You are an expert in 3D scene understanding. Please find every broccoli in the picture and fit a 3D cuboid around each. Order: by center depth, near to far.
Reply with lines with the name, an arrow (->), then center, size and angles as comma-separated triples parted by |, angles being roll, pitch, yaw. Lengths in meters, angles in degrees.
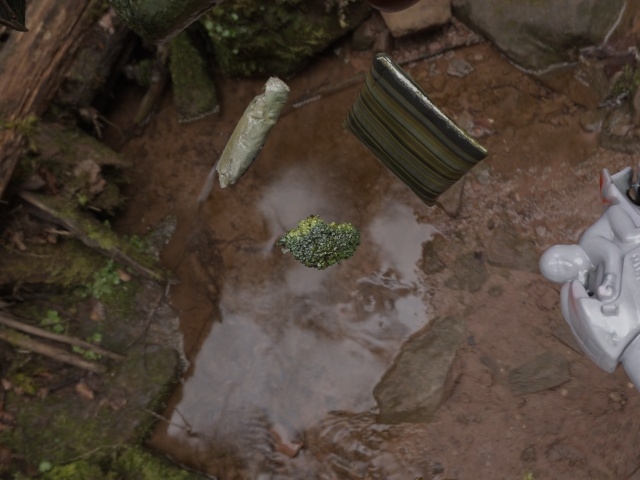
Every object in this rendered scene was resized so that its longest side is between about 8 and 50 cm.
broccoli -> 0.000, 0.000, 0.854 | 0.097, 0.095, 0.092 | -46, 26, -3

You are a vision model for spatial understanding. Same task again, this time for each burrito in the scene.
burrito -> -0.101, -0.151, 0.880 | 0.188, 0.045, 0.058 | -57, 25, 28

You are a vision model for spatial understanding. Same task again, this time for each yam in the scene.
yam -> -0.330, -0.588, 1.403 | 0.300, 0.195, 0.195 | -17, 69, 35

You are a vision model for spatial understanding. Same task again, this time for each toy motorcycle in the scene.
toy motorcycle -> 0.303, 0.027, 0.601 | 0.171, 0.110, 0.260 | 4, 61, 21

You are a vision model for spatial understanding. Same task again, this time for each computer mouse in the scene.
computer mouse -> -0.471, -0.374, 0.882 | 0.071, 0.231, 0.126 | -1, 100, -13

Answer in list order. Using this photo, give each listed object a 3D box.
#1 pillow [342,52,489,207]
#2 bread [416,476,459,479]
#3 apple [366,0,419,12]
pillow -> 0.134, -0.158, 0.940 | 0.208, 0.212, 0.052 | 43, 68, 4
bread -> 0.127, 0.309, 0.514 | 0.236, 0.120, 0.198 | 5, 99, 29
apple -> 0.129, -0.545, 1.145 | 0.201, 0.218, 0.218 | -43, 60, 31
